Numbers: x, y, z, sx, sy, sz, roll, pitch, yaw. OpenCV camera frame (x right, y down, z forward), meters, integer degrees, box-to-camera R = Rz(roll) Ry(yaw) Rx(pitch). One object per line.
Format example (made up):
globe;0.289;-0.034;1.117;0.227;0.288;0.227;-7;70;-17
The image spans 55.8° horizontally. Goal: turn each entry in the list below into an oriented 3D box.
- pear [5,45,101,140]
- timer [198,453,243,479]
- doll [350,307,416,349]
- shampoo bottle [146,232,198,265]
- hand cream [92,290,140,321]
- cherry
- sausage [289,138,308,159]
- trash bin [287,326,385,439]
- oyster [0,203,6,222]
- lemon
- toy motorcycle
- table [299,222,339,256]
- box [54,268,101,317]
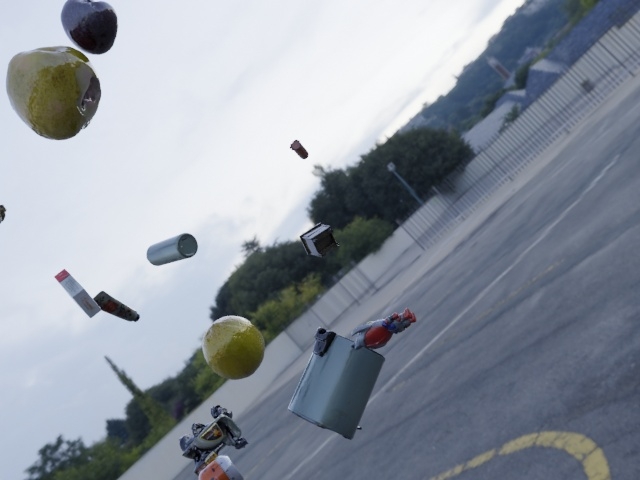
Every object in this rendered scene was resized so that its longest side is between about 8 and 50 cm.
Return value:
pear;-0.759;-0.424;1.733;0.271;0.271;0.271;-43;-5;-5
timer;-0.263;0.607;1.524;0.136;0.099;0.136;-25;-39;-22
doll;0.158;0.236;1.580;0.194;0.062;0.104;-33;-27;23
shampoo bottle;-0.526;0.038;2.084;0.262;0.085;0.085;-14;18;45
hand cream;-0.789;0.260;2.340;0.080;0.050;0.234;-43;-38;2
cherry;-0.683;-0.635;1.784;0.176;0.176;0.140;-46;8;32
sausage;-0.078;-0.350;2.381;0.050;0.048;0.145;-61;-18;-3
trash bin;0.050;0.433;1.833;0.217;0.277;0.263;7;68;56
oyster;-1.276;-0.078;2.169;0.294;0.166;0.094;6;-52;-45
lemon;-0.326;0.406;2.283;0.236;0.236;0.263;-44;-25;8
toy motorcycle;-0.301;0.573;1.745;0.091;0.157;0.263;-49;-7;19
table;0.000;0.000;1.834;0.083;0.070;0.082;-33;21;-22
box;-0.717;0.156;1.785;0.048;0.152;0.100;-38;-47;-21
